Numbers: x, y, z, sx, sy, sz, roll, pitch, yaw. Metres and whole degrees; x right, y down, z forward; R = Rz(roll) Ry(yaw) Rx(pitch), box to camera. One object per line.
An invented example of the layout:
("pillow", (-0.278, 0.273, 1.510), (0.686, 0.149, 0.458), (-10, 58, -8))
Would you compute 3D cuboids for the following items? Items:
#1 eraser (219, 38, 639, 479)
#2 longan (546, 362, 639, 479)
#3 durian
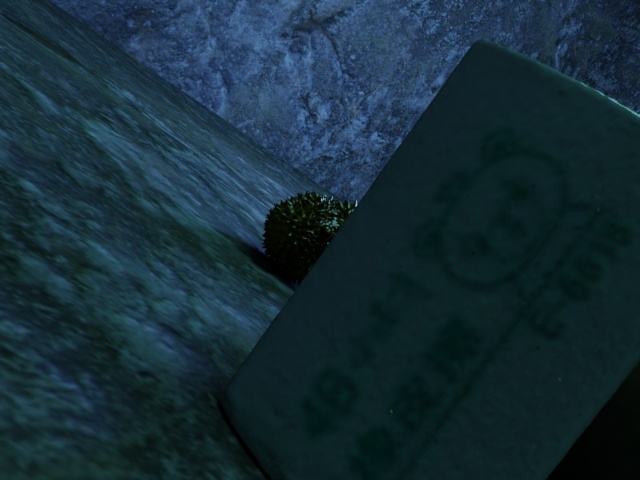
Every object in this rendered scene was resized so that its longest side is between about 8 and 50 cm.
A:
("eraser", (0.087, 0.046, 0.429), (0.189, 0.290, 0.104), (39, 7, 29))
("longan", (0.358, 0.173, 0.816), (0.361, 0.361, 0.361), (37, 7, -5))
("durian", (0.000, 0.000, 0.936), (0.158, 0.137, 0.168), (32, -8, -4))
